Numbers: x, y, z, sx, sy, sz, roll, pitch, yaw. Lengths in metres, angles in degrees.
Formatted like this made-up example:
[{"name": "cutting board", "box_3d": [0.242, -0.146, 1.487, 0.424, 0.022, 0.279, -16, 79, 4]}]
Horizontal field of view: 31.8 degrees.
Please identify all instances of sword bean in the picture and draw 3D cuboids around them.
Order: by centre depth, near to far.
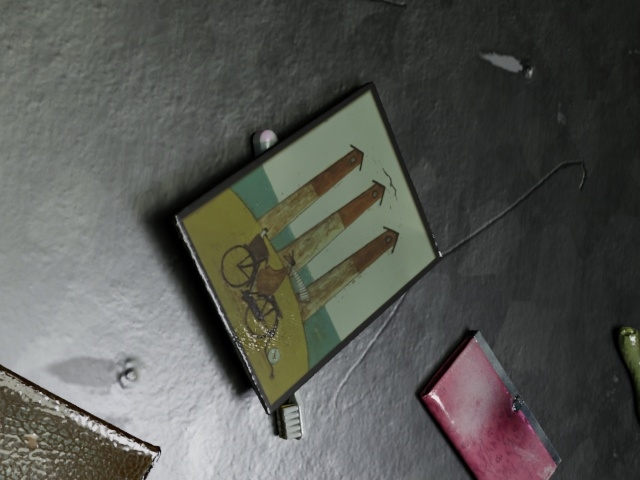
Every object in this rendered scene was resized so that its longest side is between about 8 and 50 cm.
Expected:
[{"name": "sword bean", "box_3d": [0.468, 0.243, 1.593, 0.043, 0.038, 0.269, -41, 115, -57]}]

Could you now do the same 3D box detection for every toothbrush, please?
[{"name": "toothbrush", "box_3d": [-0.045, 0.051, 1.224, 0.030, 0.025, 0.342, -7, 95, -37]}]

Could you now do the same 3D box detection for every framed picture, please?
[{"name": "framed picture", "box_3d": [0.000, 0.000, 1.239, 0.324, 0.013, 0.244, -38, 115, -35]}]

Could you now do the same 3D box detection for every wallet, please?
[{"name": "wallet", "box_3d": [-0.279, 0.197, 1.039, 0.243, 0.039, 0.132, 35, 80, -28]}, {"name": "wallet", "box_3d": [0.217, 0.237, 1.415, 0.119, 0.025, 0.232, -46, 114, -27]}]
